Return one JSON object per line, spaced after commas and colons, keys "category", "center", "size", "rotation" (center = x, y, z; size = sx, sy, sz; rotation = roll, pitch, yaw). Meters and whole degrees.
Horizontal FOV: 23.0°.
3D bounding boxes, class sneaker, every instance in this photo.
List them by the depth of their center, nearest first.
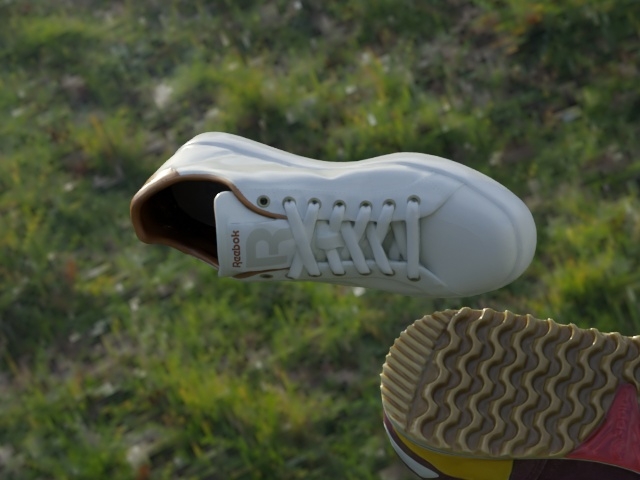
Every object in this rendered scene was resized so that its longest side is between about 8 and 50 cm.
{"category": "sneaker", "center": [0.113, 0.074, 0.537], "size": [0.185, 0.084, 0.070], "rotation": [17, 68, 15]}
{"category": "sneaker", "center": [0.000, 0.000, 1.093], "size": [0.290, 0.106, 0.123], "rotation": [8, 27, 25]}
